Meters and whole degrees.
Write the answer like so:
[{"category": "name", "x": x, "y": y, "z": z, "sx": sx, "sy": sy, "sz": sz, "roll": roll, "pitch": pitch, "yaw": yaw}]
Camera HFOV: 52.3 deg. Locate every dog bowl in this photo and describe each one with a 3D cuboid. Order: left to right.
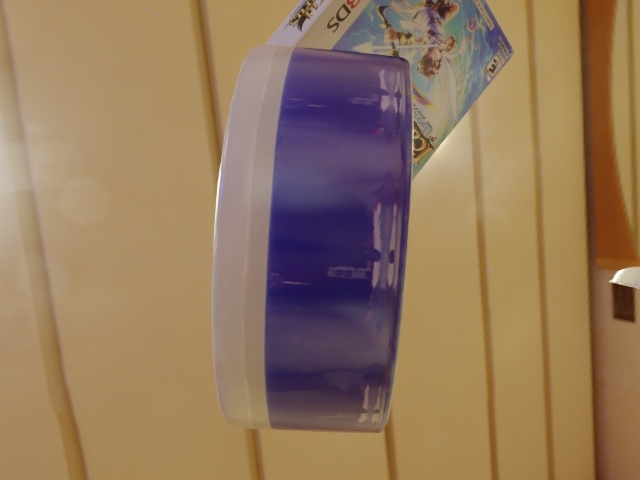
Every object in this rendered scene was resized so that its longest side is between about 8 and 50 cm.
[{"category": "dog bowl", "x": 0.000, "y": 0.000, "z": 0.467, "sx": 0.104, "sy": 0.265, "sz": 0.265, "roll": 4, "pitch": -87, "yaw": 2}]

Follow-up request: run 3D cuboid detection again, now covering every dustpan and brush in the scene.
[{"category": "dustpan and brush", "x": 0.509, "y": 0.078, "z": 0.981, "sx": 0.060, "sy": 0.147, "sz": 0.211, "roll": -58, "pitch": -27, "yaw": -10}]

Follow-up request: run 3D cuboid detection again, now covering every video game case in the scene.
[{"category": "video game case", "x": 0.095, "y": -0.229, "z": 0.799, "sx": 0.244, "sy": 0.061, "sz": 0.269, "roll": -50, "pitch": -49, "yaw": 1}]
